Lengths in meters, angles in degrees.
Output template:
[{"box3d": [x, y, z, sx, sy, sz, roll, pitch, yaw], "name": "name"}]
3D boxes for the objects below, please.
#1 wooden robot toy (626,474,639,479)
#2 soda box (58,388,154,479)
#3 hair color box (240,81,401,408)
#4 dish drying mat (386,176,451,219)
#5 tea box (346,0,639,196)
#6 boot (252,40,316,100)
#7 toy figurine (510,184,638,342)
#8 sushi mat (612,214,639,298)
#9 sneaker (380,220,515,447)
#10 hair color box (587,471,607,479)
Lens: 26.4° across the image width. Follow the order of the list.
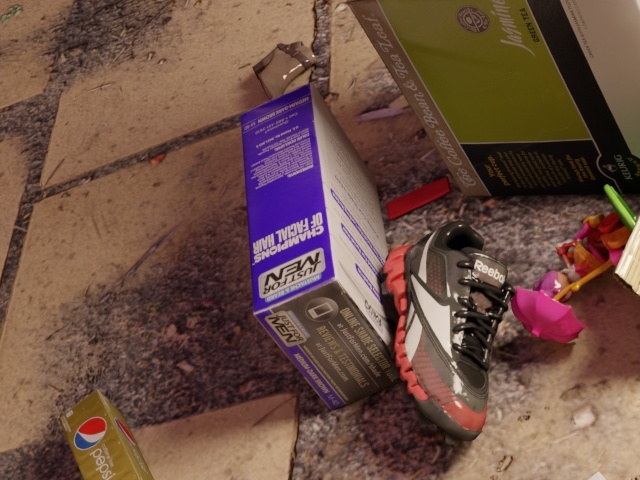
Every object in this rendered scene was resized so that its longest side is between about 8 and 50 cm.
[{"box3d": [0.347, 0.187, 1.213, 0.173, 0.079, 0.076, -18, 43, 19], "name": "wooden robot toy"}, {"box3d": [-0.242, 0.256, 1.580, 0.061, 0.058, 0.181, -37, 40, -2], "name": "soda box"}, {"box3d": [0.000, 0.000, 1.561, 0.110, 0.185, 0.339, -24, 40, 14], "name": "hair color box"}, {"box3d": [0.120, -0.051, 1.664, 0.083, 0.008, 0.032, -25, 40, 14], "name": "dish drying mat"}, {"box3d": [0.261, -0.231, 1.487, 0.323, 0.329, 0.220, 0, 52, 35], "name": "tea box"}, {"box3d": [-0.046, -0.241, 1.944, 0.087, 0.042, 0.118, -26, 47, -1], "name": "boot"}, {"box3d": [0.268, 0.033, 1.413, 0.159, 0.130, 0.173, -37, 17, 13], "name": "toy figurine"}, {"box3d": [0.396, -0.044, 1.356, 0.019, 0.151, 0.317, -20, 35, 58], "name": "sushi mat"}, {"box3d": [0.141, 0.084, 1.428, 0.135, 0.097, 0.276, -40, 34, 28], "name": "sneaker"}, {"box3d": [0.261, 0.293, 1.192, 0.093, 0.053, 0.167, -38, 41, 0], "name": "hair color box"}]
